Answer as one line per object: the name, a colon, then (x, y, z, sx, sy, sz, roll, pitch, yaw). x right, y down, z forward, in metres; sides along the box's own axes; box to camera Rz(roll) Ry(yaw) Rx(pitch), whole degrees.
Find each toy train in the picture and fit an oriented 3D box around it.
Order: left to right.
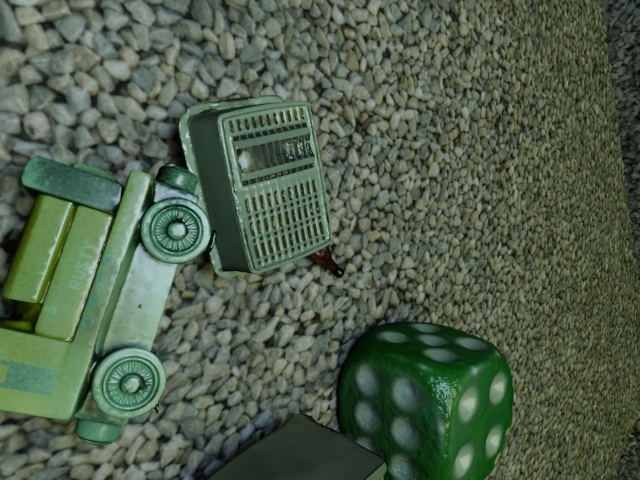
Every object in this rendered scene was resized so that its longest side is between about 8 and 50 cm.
toy train: (-0.304, 0.066, 0.674, 0.254, 0.160, 0.396, 19, 81, -20)

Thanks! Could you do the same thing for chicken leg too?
chicken leg: (-0.004, 0.002, 1.026, 0.093, 0.053, 0.204, -40, 124, -48)

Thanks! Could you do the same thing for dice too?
dice: (0.235, 0.361, 1.114, 0.300, 0.287, 0.296, -3, 99, -42)

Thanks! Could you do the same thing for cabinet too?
cabinet: (-0.043, 0.537, 0.859, 0.290, 0.228, 0.317, -24, 113, -39)

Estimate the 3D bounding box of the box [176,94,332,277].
box: (-0.110, -0.094, 0.840, 0.221, 0.166, 0.290, -21, 108, -38)
